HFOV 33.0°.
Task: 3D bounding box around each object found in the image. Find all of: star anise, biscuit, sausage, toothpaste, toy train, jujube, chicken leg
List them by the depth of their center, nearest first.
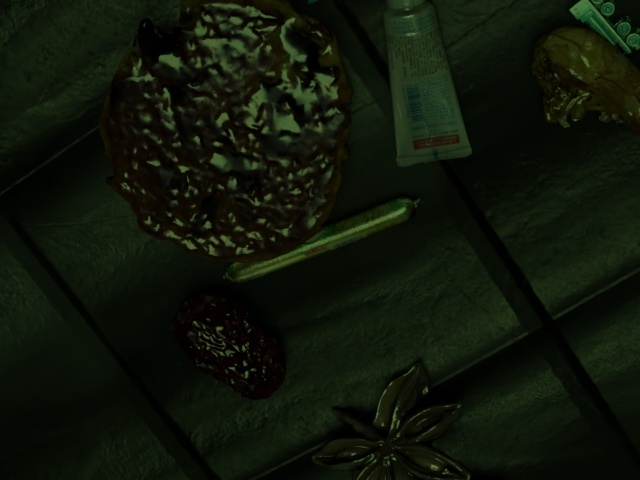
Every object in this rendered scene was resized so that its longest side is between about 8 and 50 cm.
[{"bbox_3d":[0.317,-0.241,1.196,0.045,0.029,0.092,-38,104,25],"label":"toy train"},{"bbox_3d":[0.321,-0.155,1.196,0.208,0.085,0.101,33,88,-9],"label":"chicken leg"},{"bbox_3d":[0.112,-0.193,1.225,0.089,0.057,0.234,-8,116,11],"label":"toothpaste"},{"bbox_3d":[-0.107,-0.132,1.255,0.290,0.081,0.334,18,115,-1],"label":"biscuit"},{"bbox_3d":[0.000,0.000,1.317,0.269,0.033,0.032,-21,107,13],"label":"sausage"},{"bbox_3d":[-0.108,0.130,1.350,0.166,0.104,0.104,38,110,-22],"label":"jujube"},{"bbox_3d":[0.100,0.276,1.359,0.212,0.073,0.196,-31,67,17],"label":"star anise"}]

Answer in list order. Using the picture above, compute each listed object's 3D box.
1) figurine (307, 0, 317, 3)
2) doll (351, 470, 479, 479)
[{"bbox_3d":[-0.030,-0.314,1.177,0.114,0.079,0.114,16,156,7],"label":"figurine"},{"bbox_3d":[0.139,0.351,1.418,0.210,0.097,0.137,16,80,16],"label":"doll"}]
